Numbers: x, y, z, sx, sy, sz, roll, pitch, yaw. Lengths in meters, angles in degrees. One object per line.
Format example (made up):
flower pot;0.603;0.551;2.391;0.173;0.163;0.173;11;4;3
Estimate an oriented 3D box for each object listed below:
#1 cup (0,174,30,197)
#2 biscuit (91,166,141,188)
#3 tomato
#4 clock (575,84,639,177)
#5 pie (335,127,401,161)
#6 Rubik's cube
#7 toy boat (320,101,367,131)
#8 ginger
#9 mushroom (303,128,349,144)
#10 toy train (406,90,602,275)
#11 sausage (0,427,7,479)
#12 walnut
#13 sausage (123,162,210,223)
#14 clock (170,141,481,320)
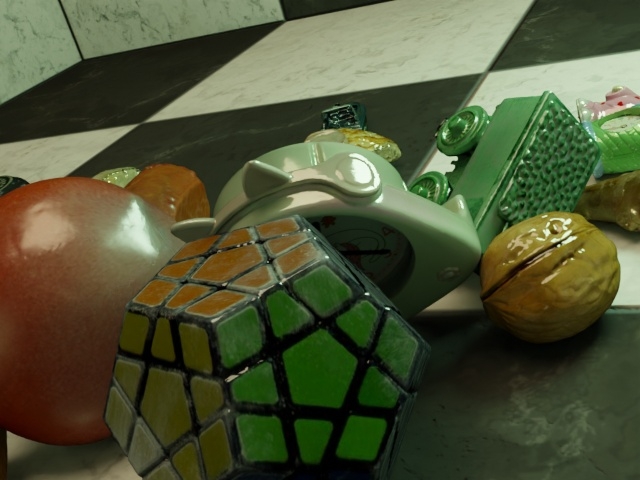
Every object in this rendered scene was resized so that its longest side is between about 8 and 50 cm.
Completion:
cup;-0.610;-0.006;1.600;0.169;0.176;0.223;-2;31;24
biscuit;-0.387;-0.037;1.550;0.084;0.179;0.281;15;42;16
tomato;-0.293;0.075;1.053;0.321;0.321;0.321;-14;25;7
clock;0.507;-0.177;1.337;0.195;0.100;0.194;-13;28;15
pie;0.043;-0.148;1.588;0.205;0.084;0.179;-29;28;-29
Rubik's cube;-0.045;0.135;0.825;0.319;0.319;0.264;-13;50;9
toy boat;0.050;-0.249;1.781;0.093;0.103;0.246;-13;22;11
ginger;0.417;-0.061;1.167;0.334;0.081;0.148;-13;38;36
mushroom;0.011;-0.051;1.287;0.206;0.209;0.206;-35;28;22
toy train;0.228;-0.070;1.152;0.202;0.145;0.266;10;67;57
sausage;-0.398;0.303;0.896;0.134;0.116;0.354;-11;27;-13
walnut;0.262;0.043;0.985;0.180;0.144;0.144;-18;23;-26
sausage;-0.283;-0.032;1.469;0.141;0.153;0.268;-6;27;12
clock;0.000;0.000;0.971;0.265;0.324;0.108;-35;46;30
